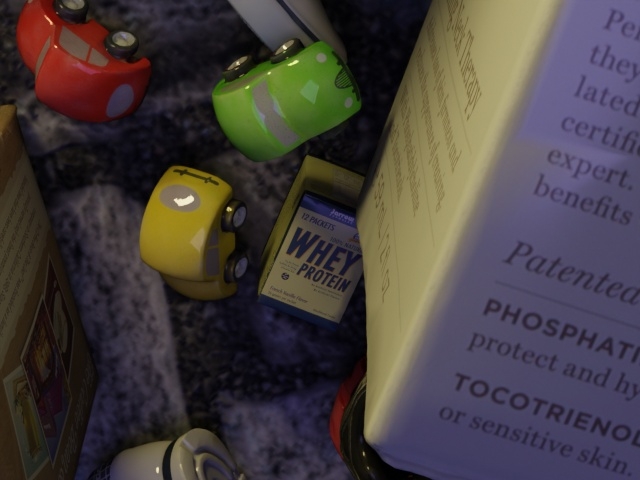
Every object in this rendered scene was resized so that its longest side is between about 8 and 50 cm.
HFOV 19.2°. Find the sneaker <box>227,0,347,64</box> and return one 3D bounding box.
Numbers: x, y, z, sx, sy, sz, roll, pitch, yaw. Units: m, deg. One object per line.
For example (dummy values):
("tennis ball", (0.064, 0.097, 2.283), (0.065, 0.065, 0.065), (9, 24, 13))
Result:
("sneaker", (-0.042, -0.211, 1.154), (0.091, 0.094, 0.258), (-31, 112, 6))

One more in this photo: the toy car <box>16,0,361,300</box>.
("toy car", (-0.074, -0.068, 1.170), (0.225, 0.053, 0.239), (-16, 112, 42))

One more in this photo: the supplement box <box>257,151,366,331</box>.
("supplement box", (0.000, 0.000, 1.243), (0.056, 0.083, 0.083), (21, 110, -8))

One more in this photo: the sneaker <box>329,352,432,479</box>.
("sneaker", (0.094, 0.063, 1.242), (0.097, 0.135, 0.276), (27, 108, -8))

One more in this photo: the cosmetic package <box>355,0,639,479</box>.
("cosmetic package", (0.232, -0.081, 0.991), (0.327, 0.329, 0.394), (17, 111, -7))

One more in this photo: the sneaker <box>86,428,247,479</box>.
("sneaker", (-0.076, 0.241, 1.349), (0.094, 0.090, 0.235), (-20, 107, 21))

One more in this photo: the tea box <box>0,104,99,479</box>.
("tea box", (-0.327, 0.095, 1.149), (0.323, 0.329, 0.220), (-12, 111, 3))
